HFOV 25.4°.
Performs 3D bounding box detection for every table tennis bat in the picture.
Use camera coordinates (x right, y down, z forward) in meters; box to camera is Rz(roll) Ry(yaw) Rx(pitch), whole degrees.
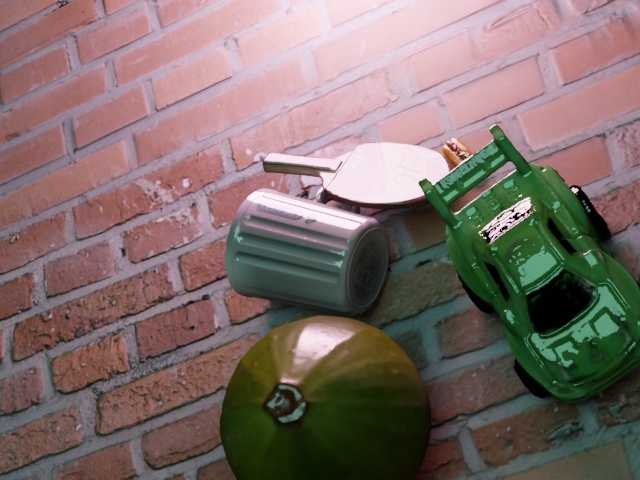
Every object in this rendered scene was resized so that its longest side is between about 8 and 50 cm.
[{"bbox_3d":[0.054,-0.105,2.156,0.301,0.022,0.173,9,38,24],"label":"table tennis bat"}]

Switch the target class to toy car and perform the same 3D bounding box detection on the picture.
[{"bbox_3d":[0.297,0.037,1.928,0.213,0.176,0.359,-35,57,11],"label":"toy car"}]

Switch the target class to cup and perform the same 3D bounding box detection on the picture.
[{"bbox_3d":[-0.007,-0.003,2.114,0.202,0.167,0.221,13,77,29],"label":"cup"}]

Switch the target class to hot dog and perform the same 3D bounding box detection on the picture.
[{"bbox_3d":[0.213,-0.124,2.136,0.037,0.021,0.083,-45,54,4],"label":"hot dog"}]

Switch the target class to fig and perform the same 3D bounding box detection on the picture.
[{"bbox_3d":[-0.003,0.237,1.912,0.316,0.316,0.316,-11,64,23],"label":"fig"}]
